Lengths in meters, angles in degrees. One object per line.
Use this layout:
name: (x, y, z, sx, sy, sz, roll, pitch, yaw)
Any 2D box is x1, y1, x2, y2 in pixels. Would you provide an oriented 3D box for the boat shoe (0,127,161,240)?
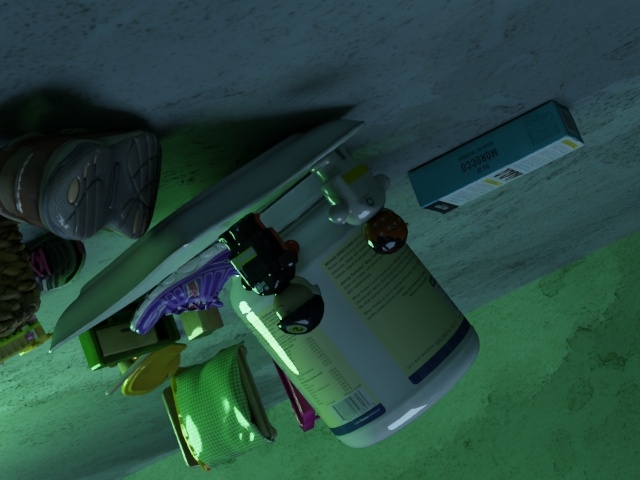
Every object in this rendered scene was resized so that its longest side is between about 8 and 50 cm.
boat shoe: (-0.250, -0.067, 1.458, 0.116, 0.123, 0.324, 11, -179, 11)

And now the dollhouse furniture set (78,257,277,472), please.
dollhouse furniture set: (-0.220, 0.202, 2.101, 0.151, 0.301, 0.197, -13, 167, -41)

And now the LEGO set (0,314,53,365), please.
LEGO set: (-0.436, 0.111, 1.887, 0.132, 0.107, 0.287, -27, -176, 21)

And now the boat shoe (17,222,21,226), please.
boat shoe: (-0.360, -0.017, 1.554, 0.059, 0.063, 0.170, -44, 175, -8)

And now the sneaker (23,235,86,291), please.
sneaker: (-0.368, 0.040, 1.756, 0.170, 0.063, 0.075, -23, 174, 29)

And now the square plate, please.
square plate: (-0.148, -0.016, 1.710, 0.344, 0.049, 0.347, -34, -178, 46)

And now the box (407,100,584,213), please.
box: (0.260, -0.120, 2.084, 0.244, 0.060, 0.100, -26, 165, 21)

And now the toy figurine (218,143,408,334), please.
toy figurine: (0.000, 0.000, 1.632, 0.209, 0.148, 0.213, -37, -179, -1)

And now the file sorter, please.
file sorter: (-0.001, 0.107, 2.103, 0.182, 0.291, 0.202, -23, 167, -6)

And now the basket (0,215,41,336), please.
basket: (-0.438, 0.039, 1.322, 0.223, 0.213, 0.299, -26, 166, 16)

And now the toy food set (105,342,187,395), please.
toy food set: (-0.322, 0.211, 2.521, 0.128, 0.071, 0.218, -48, 164, 7)

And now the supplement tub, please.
supplement tub: (0.029, 0.084, 1.858, 0.235, 0.325, 0.235, -38, -176, 3)

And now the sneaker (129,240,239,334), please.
sneaker: (-0.159, 0.065, 1.729, 0.170, 0.071, 0.068, -35, -179, -10)
